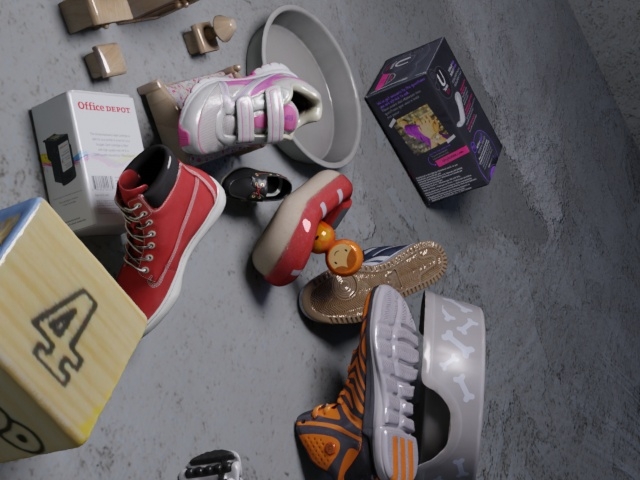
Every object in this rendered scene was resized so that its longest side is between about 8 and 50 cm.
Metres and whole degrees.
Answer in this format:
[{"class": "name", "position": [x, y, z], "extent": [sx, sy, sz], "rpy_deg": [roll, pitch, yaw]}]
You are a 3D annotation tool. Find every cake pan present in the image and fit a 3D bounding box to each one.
[{"class": "cake pan", "position": [-0.029, -0.258, 2.032], "extent": [0.293, 0.054, 0.293], "rpy_deg": [31, 51, -48]}]

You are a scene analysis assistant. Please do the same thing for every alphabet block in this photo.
[{"class": "alphabet block", "position": [-0.338, 0.102, 1.259], "extent": [0.197, 0.192, 0.193], "rpy_deg": [55, 38, -29]}]

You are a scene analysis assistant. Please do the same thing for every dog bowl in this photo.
[{"class": "dog bowl", "position": [0.208, 0.258, 1.951], "extent": [0.349, 0.102, 0.349], "rpy_deg": [4, 90, -87]}]

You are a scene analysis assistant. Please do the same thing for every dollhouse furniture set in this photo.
[{"class": "dollhouse furniture set", "position": [-0.163, -0.214, 1.691], "extent": [0.303, 0.174, 0.355], "rpy_deg": [-27, 98, -58]}]

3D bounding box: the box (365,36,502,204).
[{"class": "box", "position": [0.228, -0.235, 2.335], "extent": [0.270, 0.143, 0.165], "rpy_deg": [58, 33, -22]}]

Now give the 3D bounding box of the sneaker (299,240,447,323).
[{"class": "sneaker", "position": [0.064, 0.075, 2.003], "extent": [0.282, 0.153, 0.099], "rpy_deg": [-19, 95, -28]}]

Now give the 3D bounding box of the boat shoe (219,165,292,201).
[{"class": "boat shoe", "position": [-0.096, -0.083, 1.776], "extent": [0.133, 0.042, 0.049], "rpy_deg": [-3, 112, -49]}]

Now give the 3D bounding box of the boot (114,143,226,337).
[{"class": "boot", "position": [-0.230, 0.004, 1.467], "extent": [0.244, 0.088, 0.176], "rpy_deg": [-62, 153, -3]}]

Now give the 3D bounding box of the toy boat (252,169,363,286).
[{"class": "toy boat", "position": [0.000, 0.000, 1.836], "extent": [0.151, 0.151, 0.231], "rpy_deg": [37, 34, 7]}]

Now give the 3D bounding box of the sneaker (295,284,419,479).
[{"class": "sneaker", "position": [0.048, 0.229, 1.804], "extent": [0.124, 0.180, 0.321], "rpy_deg": [30, 55, -45]}]

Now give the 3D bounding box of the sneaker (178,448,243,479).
[{"class": "sneaker", "position": [-0.152, 0.405, 1.497], "extent": [0.118, 0.110, 0.292], "rpy_deg": [65, 32, -30]}]

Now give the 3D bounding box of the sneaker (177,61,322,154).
[{"class": "sneaker", "position": [-0.093, -0.184, 1.668], "extent": [0.252, 0.111, 0.103], "rpy_deg": [-31, 129, -40]}]

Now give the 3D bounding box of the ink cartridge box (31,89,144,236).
[{"class": "ink cartridge box", "position": [-0.291, -0.098, 1.531], "extent": [0.127, 0.072, 0.175], "rpy_deg": [-3, 79, -57]}]
